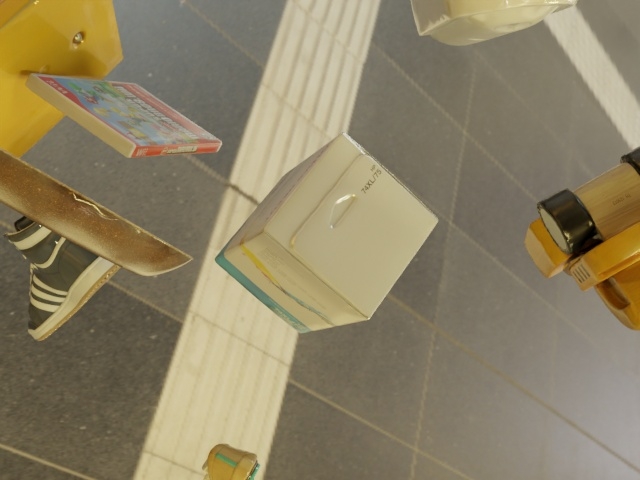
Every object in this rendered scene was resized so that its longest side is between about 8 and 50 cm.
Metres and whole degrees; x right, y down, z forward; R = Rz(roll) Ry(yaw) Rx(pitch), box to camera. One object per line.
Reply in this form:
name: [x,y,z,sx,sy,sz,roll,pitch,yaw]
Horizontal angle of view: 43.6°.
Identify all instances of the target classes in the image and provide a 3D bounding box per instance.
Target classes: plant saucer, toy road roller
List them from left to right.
plant saucer: [-0.287,-0.039,0.881,0.311,0.311,0.050,35,83,-34]
toy road roller: [0.476,0.018,1.269,0.240,0.203,0.329,62,3,13]

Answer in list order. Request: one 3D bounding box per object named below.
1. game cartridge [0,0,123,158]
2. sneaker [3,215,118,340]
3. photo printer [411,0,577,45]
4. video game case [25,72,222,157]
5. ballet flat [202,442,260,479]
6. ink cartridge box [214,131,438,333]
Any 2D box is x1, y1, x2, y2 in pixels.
game cartridge: [-0.440,-0.272,1.224,0.053,0.285,0.323,36,67,9]
sneaker: [-0.418,0.045,1.224,0.153,0.282,0.099,45,45,-9]
photo printer: [0.126,-0.288,0.624,0.307,0.107,0.256,-81,166,-79]
video game case: [-0.301,-0.199,1.278,0.204,0.025,0.285,34,17,12]
ballet flat: [-0.130,0.332,1.119,0.073,0.232,0.080,27,58,6]
ink cartridge box: [0.000,0.000,1.222,0.197,0.270,0.198,42,69,-10]
